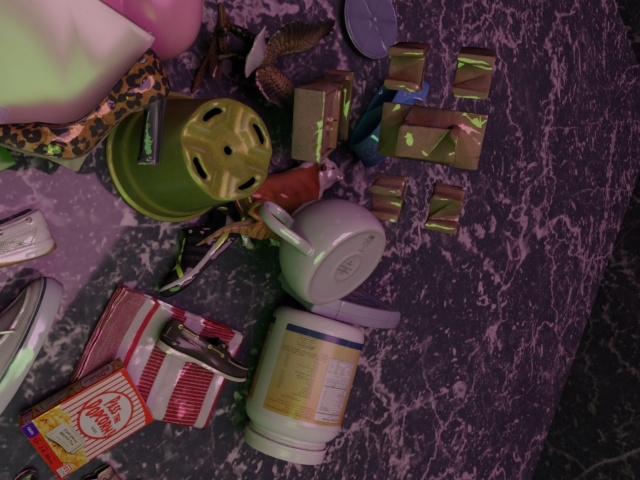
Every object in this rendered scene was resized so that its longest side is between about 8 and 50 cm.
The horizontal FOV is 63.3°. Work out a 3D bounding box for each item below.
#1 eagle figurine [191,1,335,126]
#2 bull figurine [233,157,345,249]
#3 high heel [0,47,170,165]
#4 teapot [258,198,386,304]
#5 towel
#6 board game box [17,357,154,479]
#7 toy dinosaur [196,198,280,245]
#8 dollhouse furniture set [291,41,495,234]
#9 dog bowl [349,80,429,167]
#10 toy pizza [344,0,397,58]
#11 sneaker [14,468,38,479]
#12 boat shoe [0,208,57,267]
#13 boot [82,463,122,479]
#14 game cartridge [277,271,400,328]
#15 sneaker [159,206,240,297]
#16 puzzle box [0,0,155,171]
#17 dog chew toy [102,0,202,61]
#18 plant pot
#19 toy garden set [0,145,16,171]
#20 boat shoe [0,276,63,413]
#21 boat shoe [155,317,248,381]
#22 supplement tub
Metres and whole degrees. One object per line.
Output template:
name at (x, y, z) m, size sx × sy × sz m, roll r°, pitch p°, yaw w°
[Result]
eagle figurine at (-0.102, -0.400, 1.142) m, size 0.298 × 0.226 × 0.225 m, roll 10°, pitch 67°, yaw -35°
bull figurine at (-0.072, -0.095, 1.242) m, size 0.310 × 0.101 × 0.188 m, roll -16°, pitch 106°, yaw -36°
high heel at (-0.372, -0.220, 0.809) m, size 0.261 × 0.093 × 0.186 m, roll 0°, pitch 112°, yaw -28°
teapot at (0.000, 0.000, 1.116) m, size 0.252 × 0.187 × 0.256 m, roll -27°, pitch 146°, yaw -25°
towel at (-0.332, 0.258, 1.101) m, size 0.329 × 0.037 × 0.237 m, roll 31°, pitch 75°, yaw -37°
board game box at (-0.436, 0.334, 0.983) m, size 0.193 × 0.045 × 0.146 m, roll -30°, pitch 121°, yaw -23°
toy dinosaur at (-0.145, -0.031, 1.099) m, size 0.211 × 0.064 × 0.112 m, roll 5°, pitch 100°, yaw -34°
dollhouse furniture set at (0.164, -0.259, 1.171) m, size 0.256 × 0.394 × 0.362 m, roll -55°, pitch 153°, yaw -59°
dog bowl at (0.178, -0.336, 1.398) m, size 0.074 × 0.166 × 0.297 m, roll 38°, pitch 70°, yaw -22°
toy pizza at (0.134, -0.597, 1.416) m, size 0.201 × 0.032 × 0.201 m, roll -3°, pitch 94°, yaw -40°
sneaker at (-0.543, 0.476, 0.932) m, size 0.047 × 0.057 × 0.119 m, roll 35°, pitch 71°, yaw -34°
boat shoe at (-0.583, 0.010, 0.839) m, size 0.277 × 0.098 × 0.096 m, roll -23°, pitch 108°, yaw -46°
boot at (-0.417, 0.491, 1.047) m, size 0.118 × 0.042 × 0.087 m, roll -19°, pitch 104°, yaw -37°
game cartridge at (0.058, 0.151, 1.307) m, size 0.297 × 0.198 × 0.062 m, roll 17°, pitch 94°, yaw -40°
sneaker at (-0.274, 0.021, 1.119) m, size 0.097 × 0.084 × 0.234 m, roll 45°, pitch 63°, yaw -6°
puzzle box at (-0.497, -0.310, 0.770) m, size 0.409 × 0.052 × 0.272 m, roll 28°, pitch 105°, yaw -36°
dog chew toy at (-0.382, -0.423, 0.906) m, size 0.332 × 0.206 × 0.206 m, roll -9°, pitch 99°, yaw -31°
plant pot at (-0.235, -0.168, 1.004) m, size 0.276 × 0.254 × 0.276 m, roll -3°, pitch 95°, yaw -39°
toy garden set at (-0.584, -0.229, 0.848) m, size 0.204 × 0.049 × 0.244 m, roll -40°, pitch 116°, yaw -28°
boat shoe at (-0.579, 0.203, 0.844) m, size 0.156 × 0.136 × 0.367 m, roll 35°, pitch 82°, yaw -33°
boat shoe at (-0.235, 0.236, 1.103) m, size 0.228 × 0.081 × 0.068 m, roll 34°, pitch 79°, yaw -35°
supplement tub at (-0.043, 0.332, 1.220) m, size 0.228 × 0.228 × 0.316 m, roll 24°, pitch 79°, yaw -38°
